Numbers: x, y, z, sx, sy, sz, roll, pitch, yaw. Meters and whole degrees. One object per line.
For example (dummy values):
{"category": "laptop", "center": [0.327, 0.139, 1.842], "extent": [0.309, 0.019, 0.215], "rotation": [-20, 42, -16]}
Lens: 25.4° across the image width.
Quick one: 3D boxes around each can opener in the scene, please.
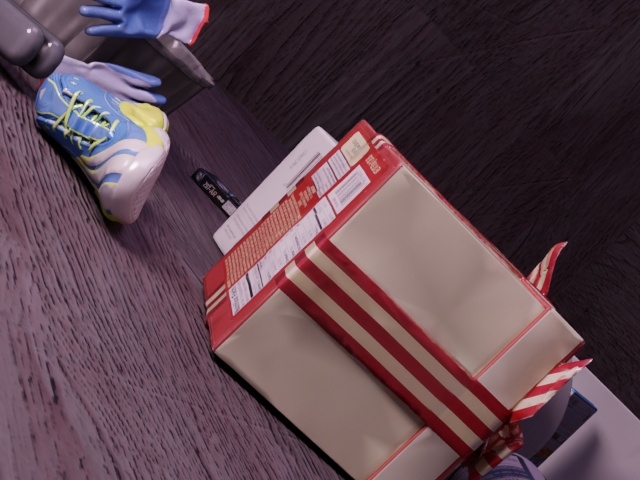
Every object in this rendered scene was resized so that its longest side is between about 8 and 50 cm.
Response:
{"category": "can opener", "center": [-0.349, -0.276, 1.428], "extent": [0.283, 0.095, 0.076], "rotation": [40, 3, 26]}

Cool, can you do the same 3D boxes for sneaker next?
{"category": "sneaker", "center": [-0.206, -0.087, 1.277], "extent": [0.126, 0.091, 0.240], "rotation": [25, 10, -11]}

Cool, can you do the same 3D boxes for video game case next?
{"category": "video game case", "center": [0.261, 0.248, 1.730], "extent": [0.015, 0.166, 0.119], "rotation": [48, 6, 29]}

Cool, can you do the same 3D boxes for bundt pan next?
{"category": "bundt pan", "center": [-0.282, -0.255, 1.648], "extent": [0.331, 0.124, 0.331], "rotation": [45, 6, -6]}

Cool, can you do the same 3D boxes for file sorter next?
{"category": "file sorter", "center": [0.279, 0.233, 1.882], "extent": [0.278, 0.193, 0.173], "rotation": [44, 3, -15]}

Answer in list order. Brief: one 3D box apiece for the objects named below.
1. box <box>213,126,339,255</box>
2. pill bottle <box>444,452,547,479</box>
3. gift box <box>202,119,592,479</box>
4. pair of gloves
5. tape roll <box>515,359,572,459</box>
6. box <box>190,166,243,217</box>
{"category": "box", "center": [0.000, 0.000, 1.550], "extent": [0.119, 0.182, 0.181], "rotation": [40, 7, -29]}
{"category": "pill bottle", "center": [0.164, 0.251, 1.288], "extent": [0.108, 0.108, 0.180], "rotation": [44, 5, -10]}
{"category": "gift box", "center": [0.078, 0.061, 1.240], "extent": [0.258, 0.276, 0.255], "rotation": [45, 10, -16]}
{"category": "pair of gloves", "center": [-0.205, -0.195, 1.485], "extent": [0.159, 0.198, 0.023], "rotation": [16, 14, -43]}
{"category": "tape roll", "center": [0.146, 0.132, 1.455], "extent": [0.219, 0.219, 0.072], "rotation": [46, 4, 4]}
{"category": "box", "center": [-0.129, -0.057, 1.879], "extent": [0.083, 0.018, 0.067], "rotation": [47, 6, 17]}
